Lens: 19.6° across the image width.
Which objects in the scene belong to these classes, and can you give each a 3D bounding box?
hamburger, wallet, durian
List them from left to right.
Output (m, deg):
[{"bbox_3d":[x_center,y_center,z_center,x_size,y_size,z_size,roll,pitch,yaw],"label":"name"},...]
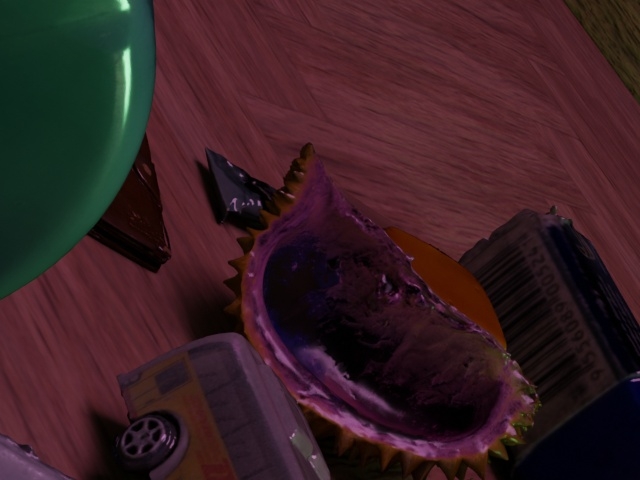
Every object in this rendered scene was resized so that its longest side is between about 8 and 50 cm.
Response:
[{"bbox_3d":[-0.154,-0.058,1.360,0.095,0.026,0.176,36,24,-37],"label":"wallet"},{"bbox_3d":[0.033,0.081,1.361,0.260,0.154,0.186,43,-2,2],"label":"durian"},{"bbox_3d":[0.075,0.067,1.517,0.166,0.087,0.137,33,26,-33],"label":"hamburger"}]

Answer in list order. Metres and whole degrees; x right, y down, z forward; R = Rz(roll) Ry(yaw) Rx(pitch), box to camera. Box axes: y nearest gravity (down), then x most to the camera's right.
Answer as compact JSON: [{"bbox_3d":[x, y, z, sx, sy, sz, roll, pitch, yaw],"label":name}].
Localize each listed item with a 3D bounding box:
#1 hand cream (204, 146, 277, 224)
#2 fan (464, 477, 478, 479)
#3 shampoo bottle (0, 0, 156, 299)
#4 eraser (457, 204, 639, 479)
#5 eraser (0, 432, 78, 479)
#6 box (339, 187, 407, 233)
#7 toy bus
[{"bbox_3d":[0.000,0.001,1.559,0.248,0.052,0.075,26,7,-36],"label":"hand cream"},{"bbox_3d":[0.173,0.295,1.418,0.229,0.011,0.335,47,20,-2],"label":"fan"},{"bbox_3d":[-0.256,-0.170,0.923,0.331,0.331,0.343,35,26,-33],"label":"shampoo bottle"},{"bbox_3d":[0.217,0.127,1.592,0.101,0.155,0.332,32,25,-42],"label":"eraser"},{"bbox_3d":[-0.190,0.159,0.790,0.174,0.081,0.227,31,24,0],"label":"eraser"},{"bbox_3d":[0.042,-0.010,1.677,0.115,0.025,0.048,32,21,-38],"label":"box"},{"bbox_3d":[-0.040,0.162,1.047,0.092,0.106,0.268,59,3,-40],"label":"toy bus"}]
